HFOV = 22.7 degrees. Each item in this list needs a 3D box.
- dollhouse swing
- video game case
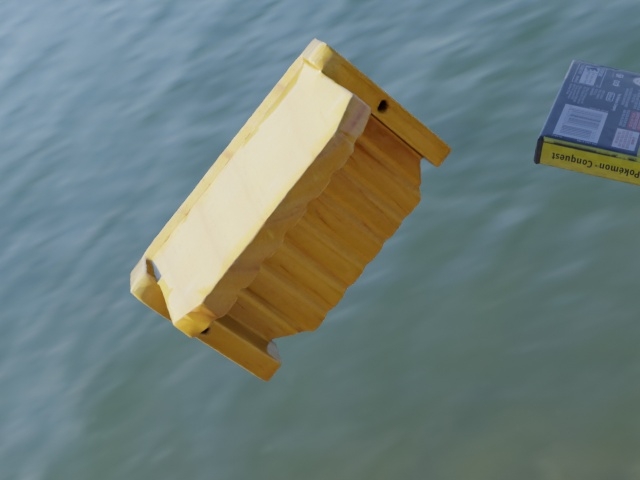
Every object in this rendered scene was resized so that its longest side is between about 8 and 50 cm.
[{"bbox_3d":[0.000,0.000,1.748,0.347,0.315,0.305,-51,33,3],"label":"dollhouse swing"},{"bbox_3d":[0.378,-0.120,1.751,0.248,0.035,0.275,13,27,11],"label":"video game case"}]
